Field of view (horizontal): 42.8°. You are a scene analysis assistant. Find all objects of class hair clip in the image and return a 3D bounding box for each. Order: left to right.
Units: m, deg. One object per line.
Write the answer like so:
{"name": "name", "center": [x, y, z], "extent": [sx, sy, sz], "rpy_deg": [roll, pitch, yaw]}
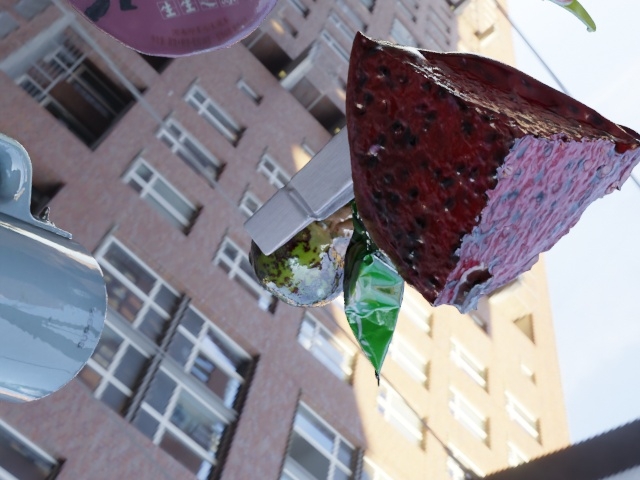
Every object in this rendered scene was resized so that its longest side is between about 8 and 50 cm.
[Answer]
{"name": "hair clip", "center": [0.027, -0.094, 1.137], "extent": [0.331, 0.085, 0.101], "rpy_deg": [-40, 179, 32]}
{"name": "hair clip", "center": [0.488, -0.471, 1.623], "extent": [0.033, 0.188, 0.060], "rpy_deg": [-36, -145, 46]}

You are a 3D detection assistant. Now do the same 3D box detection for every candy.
{"name": "candy", "center": [0.071, 0.065, 1.047], "extent": [0.078, 0.203, 0.141], "rpy_deg": [1, -150, 12]}

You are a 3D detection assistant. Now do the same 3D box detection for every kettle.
{"name": "kettle", "center": [-0.294, 0.006, 0.654], "extent": [0.160, 0.243, 0.211], "rpy_deg": [15, -104, 24]}

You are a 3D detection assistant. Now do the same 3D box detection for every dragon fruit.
{"name": "dragon fruit", "center": [0.214, -0.077, 0.868], "extent": [0.330, 0.302, 0.240], "rpy_deg": [-5, -173, -19]}

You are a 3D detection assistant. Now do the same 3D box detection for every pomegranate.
{"name": "pomegranate", "center": [-0.013, -0.009, 1.451], "extent": [0.277, 0.204, 0.222], "rpy_deg": [115, -11, -45]}

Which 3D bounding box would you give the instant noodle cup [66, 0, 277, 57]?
{"name": "instant noodle cup", "center": [-0.104, -0.291, 0.656], "extent": [0.234, 0.235, 0.178], "rpy_deg": [-32, -160, 37]}
